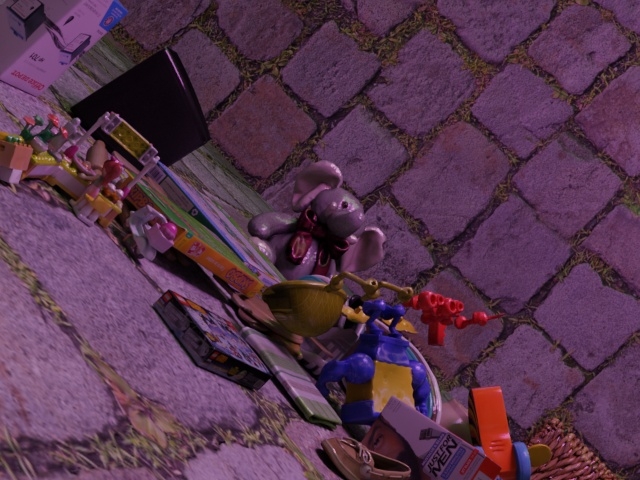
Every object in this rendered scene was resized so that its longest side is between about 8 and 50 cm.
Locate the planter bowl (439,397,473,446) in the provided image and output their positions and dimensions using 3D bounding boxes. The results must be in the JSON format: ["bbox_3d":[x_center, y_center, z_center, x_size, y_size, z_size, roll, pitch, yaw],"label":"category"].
[{"bbox_3d":[0.245,0.365,1.784,0.162,0.109,0.162,45,4,-4],"label":"planter bowl"}]

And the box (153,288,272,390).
[{"bbox_3d":[-0.115,0.110,1.040,0.094,0.027,0.137,46,3,30],"label":"box"}]

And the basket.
[{"bbox_3d":[0.498,0.527,2.032,0.223,0.213,0.299,45,-2,14],"label":"basket"}]

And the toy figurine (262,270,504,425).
[{"bbox_3d":[0.088,0.186,1.330,0.191,0.217,0.362,-9,-18,43],"label":"toy figurine"}]

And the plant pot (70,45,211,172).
[{"bbox_3d":[-0.288,-0.205,1.628,0.167,0.188,0.187,58,1,-8],"label":"plant pot"}]

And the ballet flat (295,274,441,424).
[{"bbox_3d":[0.082,0.207,1.632,0.400,0.139,0.139,45,2,39],"label":"ballet flat"}]

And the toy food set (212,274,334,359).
[{"bbox_3d":[-0.079,0.122,1.387,0.192,0.038,0.132,33,3,-35],"label":"toy food set"}]

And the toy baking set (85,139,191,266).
[{"bbox_3d":[-0.256,-0.053,1.322,0.197,0.030,0.256,51,6,-30],"label":"toy baking set"}]

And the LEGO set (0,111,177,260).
[{"bbox_3d":[-0.255,-0.090,1.037,0.132,0.107,0.287,47,3,33],"label":"LEGO set"}]

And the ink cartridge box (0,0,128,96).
[{"bbox_3d":[-0.384,-0.305,1.354,0.082,0.191,0.139,47,4,6],"label":"ink cartridge box"}]

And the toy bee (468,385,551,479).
[{"bbox_3d":[0.293,0.414,1.657,0.195,0.298,0.162,13,-33,7],"label":"toy bee"}]

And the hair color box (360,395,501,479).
[{"bbox_3d":[0.135,0.279,1.217,0.167,0.093,0.053,26,-11,46],"label":"hair color box"}]

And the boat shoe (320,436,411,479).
[{"bbox_3d":[0.055,0.262,1.129,0.153,0.048,0.056,43,4,-41],"label":"boat shoe"}]

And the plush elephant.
[{"bbox_3d":[0.000,0.000,1.900,0.272,0.255,0.330,45,3,-14],"label":"plush elephant"}]

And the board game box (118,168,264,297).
[{"bbox_3d":[-0.173,-0.006,1.280,0.124,0.039,0.259,43,-3,29],"label":"board game box"}]

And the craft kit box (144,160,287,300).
[{"bbox_3d":[-0.165,0.000,1.598,0.250,0.061,0.246,47,6,26],"label":"craft kit box"}]

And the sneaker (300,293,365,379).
[{"bbox_3d":[0.014,0.130,1.538,0.086,0.132,0.228,44,4,-25],"label":"sneaker"}]

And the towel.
[{"bbox_3d":[-0.040,0.181,1.238,0.152,0.023,0.113,50,7,28],"label":"towel"}]

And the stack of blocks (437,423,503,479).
[{"bbox_3d":[0.203,0.364,1.415,0.171,0.087,0.297,46,3,14],"label":"stack of blocks"}]
